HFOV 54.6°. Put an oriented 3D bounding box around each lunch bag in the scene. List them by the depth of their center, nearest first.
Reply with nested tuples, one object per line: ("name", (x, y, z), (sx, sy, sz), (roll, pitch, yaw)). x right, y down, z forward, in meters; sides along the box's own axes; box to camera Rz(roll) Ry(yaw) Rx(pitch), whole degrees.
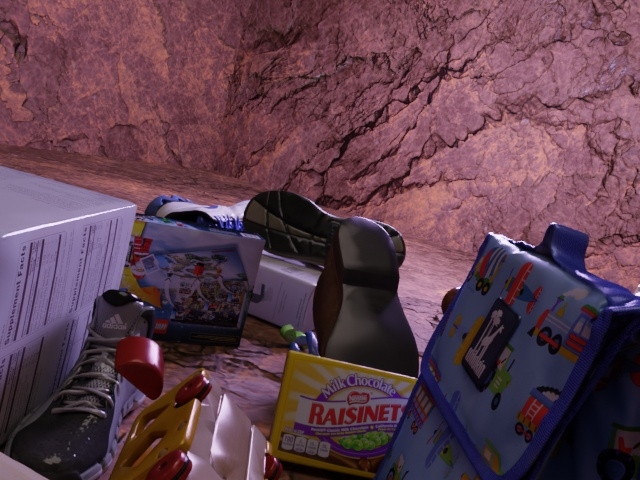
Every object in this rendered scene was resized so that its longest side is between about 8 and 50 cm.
("lunch bag", (0.152, 0.133, 0.467), (0.138, 0.293, 0.221), (14, 9, -5))

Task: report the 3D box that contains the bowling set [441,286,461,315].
("bowling set", (0.272, 0.101, 0.794), (0.200, 0.154, 0.287), (48, -13, 20))

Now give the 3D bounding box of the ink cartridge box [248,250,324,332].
("ink cartridge box", (-0.082, 0.075, 1.079), (0.218, 0.092, 0.158), (20, 10, 23))

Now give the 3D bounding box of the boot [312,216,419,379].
("boot", (0.040, 0.122, 0.744), (0.112, 0.115, 0.305), (17, 47, -17))

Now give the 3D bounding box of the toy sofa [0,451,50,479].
("toy sofa", (-0.162, 0.169, 0.224), (0.363, 0.150, 0.177), (18, 9, 21))

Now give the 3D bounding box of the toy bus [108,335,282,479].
("toy bus", (-0.094, 0.178, 0.409), (0.191, 0.104, 0.202), (57, 7, 33))

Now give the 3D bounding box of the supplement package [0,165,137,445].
("supplement package", (-0.326, 0.044, 0.563), (0.199, 0.198, 0.262), (15, 9, 2))

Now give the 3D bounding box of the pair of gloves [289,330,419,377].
("pair of gloves", (0.057, 0.177, 0.767), (0.198, 0.023, 0.159), (14, 31, -9))

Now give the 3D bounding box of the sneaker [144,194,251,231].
("sneaker", (-0.226, -0.018, 1.381), (0.316, 0.127, 0.182), (3, 16, -20))

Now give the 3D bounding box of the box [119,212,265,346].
("box", (-0.204, 0.052, 0.822), (0.233, 0.159, 0.044), (10, 12, -26))

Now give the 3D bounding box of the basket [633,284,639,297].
("basket", (0.468, 0.152, 0.656), (0.266, 0.328, 0.331), (24, 12, 19))

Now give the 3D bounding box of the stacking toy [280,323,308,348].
("stacking toy", (0.065, 0.166, 0.890), (0.221, 0.052, 0.167), (10, 10, -24))

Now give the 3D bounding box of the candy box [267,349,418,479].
("candy box", (0.056, 0.182, 0.616), (0.206, 0.105, 0.027), (13, -19, -5))

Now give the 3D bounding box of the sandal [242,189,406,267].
("sandal", (0.001, 0.002, 1.112), (0.303, 0.120, 0.086), (18, -21, 7))

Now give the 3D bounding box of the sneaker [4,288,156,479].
("sneaker", (-0.203, 0.112, 0.551), (0.086, 0.132, 0.228), (14, 9, -5))
